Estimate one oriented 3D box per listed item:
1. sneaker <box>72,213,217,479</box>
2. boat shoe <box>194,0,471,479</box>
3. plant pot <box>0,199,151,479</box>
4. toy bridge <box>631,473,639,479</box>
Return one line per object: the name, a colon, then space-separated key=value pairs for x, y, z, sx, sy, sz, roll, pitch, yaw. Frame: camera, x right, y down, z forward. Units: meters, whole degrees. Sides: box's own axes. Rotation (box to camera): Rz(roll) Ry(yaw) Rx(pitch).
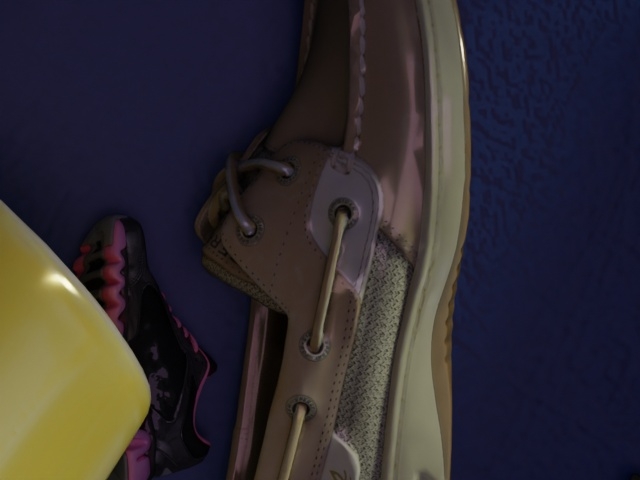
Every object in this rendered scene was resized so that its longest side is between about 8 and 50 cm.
sneaker: x=-0.073 y=0.046 z=0.759 sx=0.057 sy=0.047 sz=0.119 roll=-8 pitch=96 yaw=-30
boat shoe: x=0.000 y=0.000 z=0.730 sx=0.098 sy=0.109 sz=0.302 roll=0 pitch=100 yaw=-11
plant pot: x=-0.199 y=0.091 z=0.650 sx=0.254 sy=0.254 sz=0.239 roll=47 pitch=71 yaw=-9
toy bridge: x=0.188 y=0.042 z=0.800 sx=0.063 sy=0.026 sz=0.188 roll=11 pitch=93 yaw=-10
